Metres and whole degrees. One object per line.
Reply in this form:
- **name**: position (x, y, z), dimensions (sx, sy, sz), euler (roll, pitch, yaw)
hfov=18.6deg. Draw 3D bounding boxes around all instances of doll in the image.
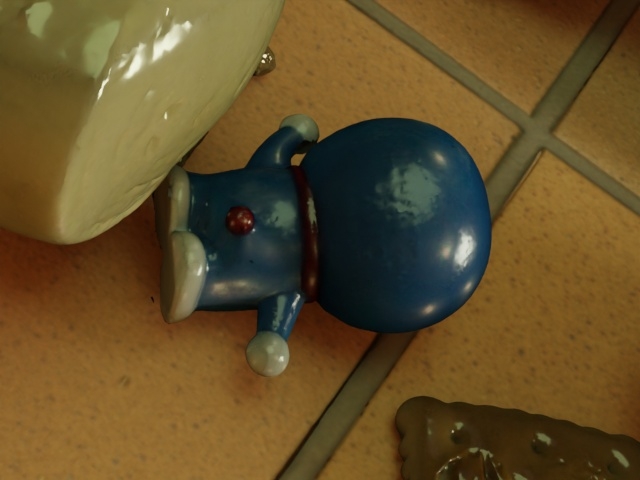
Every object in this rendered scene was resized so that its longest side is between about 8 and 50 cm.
- **doll**: position (0.000, 0.000, 1.460), dimensions (0.257, 0.161, 0.215), euler (-2, 71, -7)

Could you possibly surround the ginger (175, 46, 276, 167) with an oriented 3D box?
- **ginger**: position (-0.098, -0.122, 1.550), dimensions (0.069, 0.051, 0.173), euler (39, 52, 0)

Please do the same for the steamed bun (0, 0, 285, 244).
- **steamed bun**: position (-0.212, -0.194, 1.375), dimensions (0.371, 0.290, 0.456), euler (27, 42, 4)

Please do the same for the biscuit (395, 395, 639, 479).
- **biscuit**: position (0.159, 0.265, 1.402), dimensions (0.217, 0.044, 0.325), euler (12, 53, -15)
